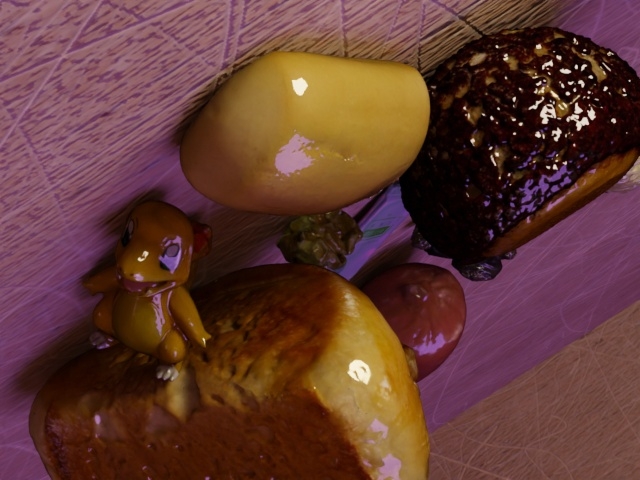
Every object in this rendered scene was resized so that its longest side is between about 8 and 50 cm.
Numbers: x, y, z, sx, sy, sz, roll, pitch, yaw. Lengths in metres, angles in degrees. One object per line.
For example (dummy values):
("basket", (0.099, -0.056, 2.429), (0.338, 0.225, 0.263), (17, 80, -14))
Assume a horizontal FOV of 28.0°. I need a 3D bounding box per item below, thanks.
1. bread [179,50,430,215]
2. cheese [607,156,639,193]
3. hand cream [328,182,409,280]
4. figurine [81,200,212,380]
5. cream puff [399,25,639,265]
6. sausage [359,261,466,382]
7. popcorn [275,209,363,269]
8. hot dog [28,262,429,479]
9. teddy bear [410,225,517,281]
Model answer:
("bread", (-0.001, -0.075, 0.988), (0.217, 0.098, 0.147), (-12, 150, -51))
("cheese", (0.298, -0.111, 1.361), (0.093, 0.123, 0.167), (-31, 166, 15))
("hand cream", (0.025, 0.026, 1.420), (0.275, 0.050, 0.079), (-48, -176, 32))
("figurine", (-0.130, 0.024, 1.079), (0.122, 0.121, 0.176), (-55, 167, -34))
("cream puff", (0.171, -0.089, 1.123), (0.239, 0.165, 0.239), (-32, 169, -7))
("sausage", (0.099, 0.111, 1.604), (0.148, 0.148, 0.254), (-24, 162, -23))
("popcorn", (-0.001, -0.003, 1.253), (0.083, 0.060, 0.068), (-23, -158, -4))
("hot dog", (-0.069, 0.148, 1.213), (0.405, 0.185, 0.223), (-10, -152, 31))
("teddy bear", (0.172, -0.002, 1.532), (0.119, 0.078, 0.160), (4, 165, 25))
